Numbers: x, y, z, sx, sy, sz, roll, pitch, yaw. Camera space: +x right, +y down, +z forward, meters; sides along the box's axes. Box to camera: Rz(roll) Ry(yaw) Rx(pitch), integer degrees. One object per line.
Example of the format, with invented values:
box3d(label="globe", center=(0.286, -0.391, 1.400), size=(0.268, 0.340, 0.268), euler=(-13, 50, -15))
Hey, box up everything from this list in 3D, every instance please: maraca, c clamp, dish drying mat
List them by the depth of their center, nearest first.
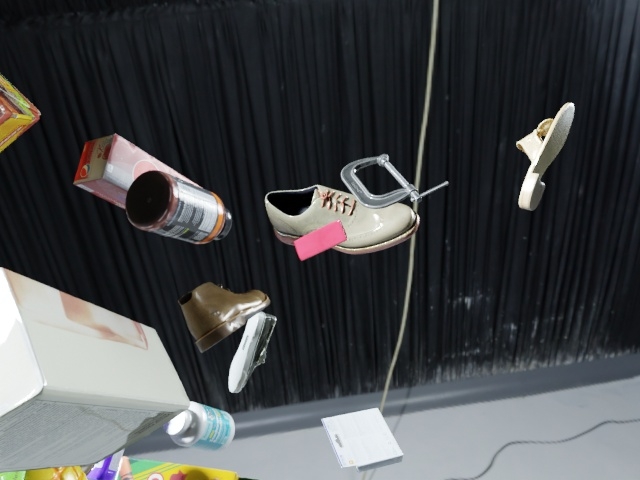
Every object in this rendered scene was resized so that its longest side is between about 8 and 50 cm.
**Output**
box3d(label="dish drying mat", center=(0.000, 0.000, 0.750), size=(0.083, 0.032, 0.008), euler=(-25, -13, 30))
box3d(label="maraca", center=(-0.432, 0.386, 0.823), size=(0.099, 0.185, 0.127), euler=(-24, 41, 0))
box3d(label="c clamp", center=(0.115, -0.103, 0.907), size=(0.137, 0.022, 0.160), euler=(-28, 46, -12))

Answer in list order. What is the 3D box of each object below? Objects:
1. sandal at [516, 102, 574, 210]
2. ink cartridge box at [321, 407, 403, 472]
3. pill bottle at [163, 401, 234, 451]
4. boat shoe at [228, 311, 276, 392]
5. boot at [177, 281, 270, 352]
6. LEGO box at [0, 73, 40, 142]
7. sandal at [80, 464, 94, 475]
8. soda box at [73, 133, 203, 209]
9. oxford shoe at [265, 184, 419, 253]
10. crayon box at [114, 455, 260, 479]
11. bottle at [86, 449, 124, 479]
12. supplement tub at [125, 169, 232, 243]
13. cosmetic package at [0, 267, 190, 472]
box3d(label="sandal", center=(0.433, -0.180, 1.079), size=(0.079, 0.088, 0.239), euler=(19, 81, 38))
box3d(label="ink cartridge box", center=(0.138, 0.689, 1.826), size=(0.224, 0.045, 0.223), euler=(-4, 29, -17))
box3d(label="pill bottle", center=(-0.427, 0.649, 1.850), size=(0.146, 0.264, 0.146), euler=(-12, 60, 22))
box3d(label="boat shoe", center=(-0.173, 0.294, 1.371), size=(0.070, 0.219, 0.078), euler=(21, -1, -28))
box3d(label="boot", center=(-0.192, 0.127, 1.095), size=(0.112, 0.115, 0.305), euler=(-36, -3, 11))
box3d(label="LEGO box", center=(-0.701, -0.101, 0.786), size=(0.500, 0.193, 0.372), euler=(-44, 23, -8))
box3d(label="sandal", center=(-0.512, 0.426, 0.978), size=(0.090, 0.060, 0.219), euler=(33, 30, 30))
box3d(label="soda box", center=(-0.324, -0.096, 1.010), size=(0.084, 0.263, 0.092), euler=(-5, 67, 30))
box3d(label="oxford shoe", center=(0.036, -0.054, 1.157), size=(0.349, 0.130, 0.122), euler=(-1, 53, 21))
box3d(label="crayon box", center=(-0.307, 0.607, 1.172), size=(0.319, 0.081, 0.202), euler=(7, 60, 0))
box3d(label="bottle", center=(-0.661, 0.603, 1.670), size=(0.118, 0.092, 0.282), euler=(-5, 59, 28))
box3d(label="supplement tub", center=(-0.243, -0.051, 0.949), size=(0.106, 0.105, 0.198), euler=(10, -6, 26))
box3d(label="cosmetic package", center=(-0.282, 0.154, 0.567), size=(0.153, 0.296, 0.129), euler=(-31, 67, -4))
